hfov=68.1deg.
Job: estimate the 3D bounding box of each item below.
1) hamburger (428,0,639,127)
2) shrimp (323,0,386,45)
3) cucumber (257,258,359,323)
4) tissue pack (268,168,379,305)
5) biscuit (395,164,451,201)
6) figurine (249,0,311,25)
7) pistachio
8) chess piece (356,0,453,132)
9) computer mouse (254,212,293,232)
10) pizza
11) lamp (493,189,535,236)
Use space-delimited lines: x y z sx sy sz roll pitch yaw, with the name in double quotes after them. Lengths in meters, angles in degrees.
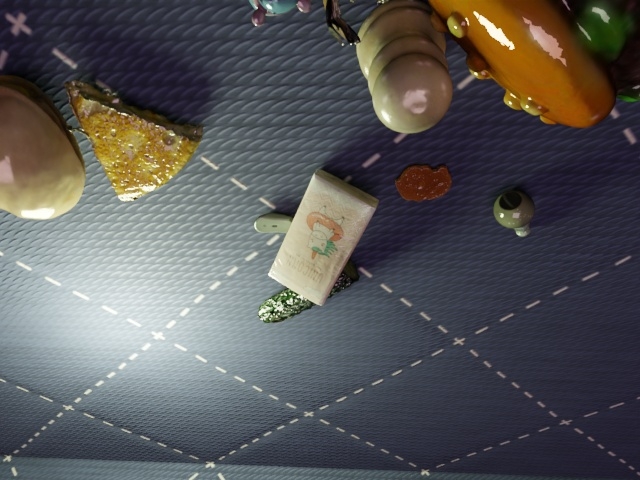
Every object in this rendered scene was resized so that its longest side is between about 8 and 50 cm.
0.319 -0.358 0.682 0.396 0.395 0.277 34 116 -24 "hamburger"
0.066 -0.397 0.790 0.046 0.219 0.152 -24 137 -31 "shrimp"
-0.055 0.159 1.355 0.360 0.096 0.096 -33 122 27 "cucumber"
0.000 0.000 1.172 0.170 0.071 0.325 30 121 4 "tissue pack"
0.243 -0.137 1.121 0.131 0.019 0.102 -4 132 7 "biscuit"
-0.076 -0.507 0.776 0.206 0.103 0.259 -29 131 -19 "figurine"
-0.635 -0.185 1.008 0.230 0.229 0.308 1 121 3 "pistachio"
0.143 -0.291 0.805 0.167 0.299 0.166 3 130 3 "chess piece"
-0.115 -0.047 1.218 0.111 0.032 0.055 3 134 -13 "computer mouse"
-0.422 -0.244 1.039 0.280 0.075 0.287 -26 123 19 "pizza"
0.478 -0.054 1.147 0.091 0.090 0.163 -22 141 22 "lamp"
